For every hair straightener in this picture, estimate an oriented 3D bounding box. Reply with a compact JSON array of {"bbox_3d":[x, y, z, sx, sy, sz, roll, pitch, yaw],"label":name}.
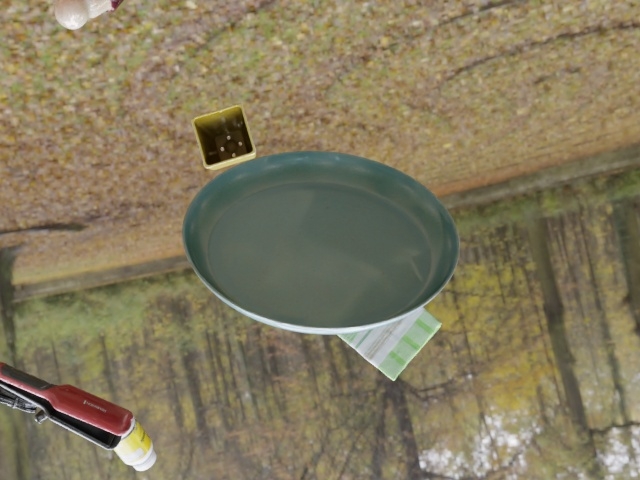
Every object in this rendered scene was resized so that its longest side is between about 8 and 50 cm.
[{"bbox_3d":[-0.357,0.210,0.972,0.231,0.047,0.089,23,129,-14],"label":"hair straightener"}]

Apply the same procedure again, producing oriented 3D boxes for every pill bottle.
[{"bbox_3d":[-0.356,0.380,1.453,0.065,0.116,0.065,-14,-143,11],"label":"pill bottle"}]

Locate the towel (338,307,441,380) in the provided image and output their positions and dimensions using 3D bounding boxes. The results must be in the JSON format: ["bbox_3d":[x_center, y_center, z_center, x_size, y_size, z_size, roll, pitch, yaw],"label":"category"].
[{"bbox_3d":[0.082,0.111,1.108,0.113,0.152,0.023,-51,168,8],"label":"towel"}]

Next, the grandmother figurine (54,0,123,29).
[{"bbox_3d":[-0.202,-0.283,0.639,0.104,0.207,0.342,21,-154,34],"label":"grandmother figurine"}]

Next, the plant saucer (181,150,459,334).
[{"bbox_3d":[0.000,0.000,0.903,0.318,0.043,0.317,3,-140,-3],"label":"plant saucer"}]

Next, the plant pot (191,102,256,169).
[{"bbox_3d":[-0.143,-0.153,1.196,0.081,0.081,0.083,-17,174,1],"label":"plant pot"}]
